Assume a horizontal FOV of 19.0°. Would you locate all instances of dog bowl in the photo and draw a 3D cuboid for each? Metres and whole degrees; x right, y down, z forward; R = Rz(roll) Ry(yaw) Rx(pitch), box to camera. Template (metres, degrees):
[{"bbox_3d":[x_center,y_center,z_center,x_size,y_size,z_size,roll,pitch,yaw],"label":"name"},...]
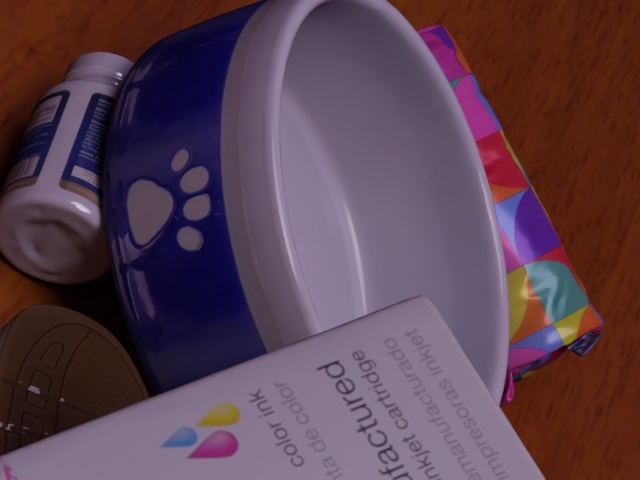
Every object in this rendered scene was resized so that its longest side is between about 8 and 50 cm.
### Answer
[{"bbox_3d":[0.000,0.000,1.030,0.265,0.104,0.265,36,47,-52],"label":"dog bowl"}]

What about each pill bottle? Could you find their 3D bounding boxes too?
[{"bbox_3d":[-0.125,-0.041,1.003,0.067,0.067,0.120,38,42,-25],"label":"pill bottle"}]

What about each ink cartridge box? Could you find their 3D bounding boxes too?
[{"bbox_3d":[-0.050,0.177,0.611,0.306,0.131,0.226,-19,66,-29],"label":"ink cartridge box"}]

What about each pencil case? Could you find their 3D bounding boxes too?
[{"bbox_3d":[0.089,-0.017,1.204,0.104,0.104,0.236,-21,81,-52],"label":"pencil case"}]

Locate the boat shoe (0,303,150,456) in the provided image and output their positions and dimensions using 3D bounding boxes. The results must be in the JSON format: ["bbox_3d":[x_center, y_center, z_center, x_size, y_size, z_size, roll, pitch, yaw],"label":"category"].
[{"bbox_3d":[-0.129,0.163,0.856,0.104,0.089,0.285,22,48,-34],"label":"boat shoe"}]
